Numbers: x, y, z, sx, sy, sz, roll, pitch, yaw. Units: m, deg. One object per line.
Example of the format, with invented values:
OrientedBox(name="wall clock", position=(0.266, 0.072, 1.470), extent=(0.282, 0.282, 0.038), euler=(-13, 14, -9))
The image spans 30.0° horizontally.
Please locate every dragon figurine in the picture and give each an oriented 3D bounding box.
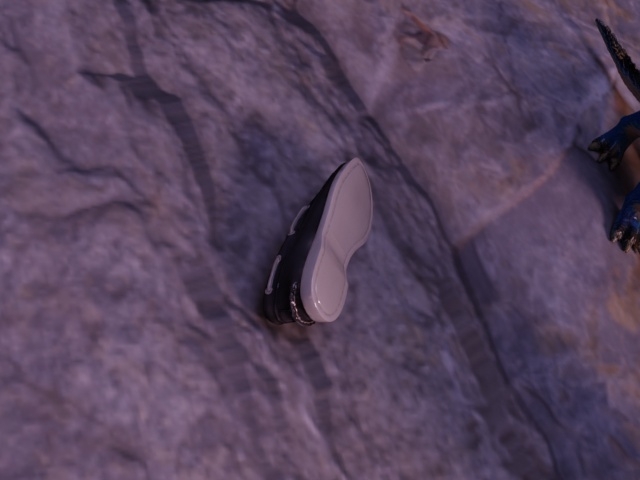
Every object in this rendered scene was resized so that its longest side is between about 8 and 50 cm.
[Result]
OrientedBox(name="dragon figurine", position=(0.268, -0.077, 0.835), extent=(0.085, 0.144, 0.289), euler=(21, 48, -19))

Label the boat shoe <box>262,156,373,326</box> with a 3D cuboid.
OrientedBox(name="boat shoe", position=(0.000, 0.000, 0.674), extent=(0.046, 0.038, 0.125), euler=(58, 34, -35))
